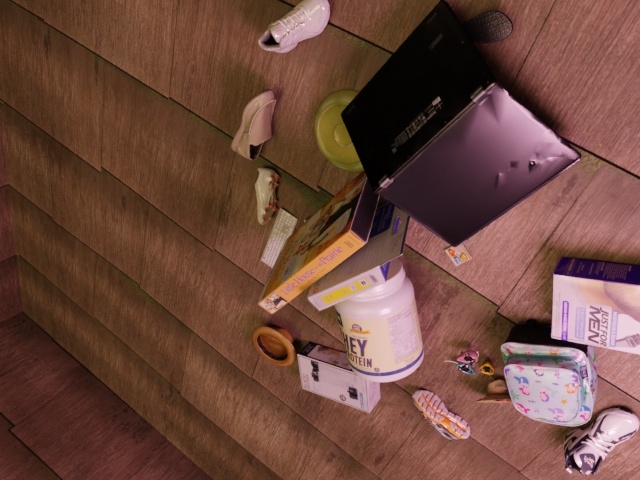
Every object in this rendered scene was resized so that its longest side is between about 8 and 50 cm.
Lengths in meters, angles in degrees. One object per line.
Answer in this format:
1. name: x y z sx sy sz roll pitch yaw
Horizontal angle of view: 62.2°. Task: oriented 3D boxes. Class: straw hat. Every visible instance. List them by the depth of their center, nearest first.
1. straw hat: 0.521 0.440 1.553 0.145 0.145 0.061 -18 64 41

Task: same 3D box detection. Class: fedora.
1. fedora: -0.165 0.387 2.020 0.194 0.079 0.194 15 125 22

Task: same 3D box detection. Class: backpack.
1. backpack: 0.600 0.364 1.387 0.225 0.191 0.253 -2 119 36

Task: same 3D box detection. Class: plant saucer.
1. plant saucer: 0.074 -0.298 1.487 0.241 0.037 0.240 18 124 28

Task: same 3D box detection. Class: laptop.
1. laptop: 0.306 -0.256 1.269 0.382 0.236 0.407 -42 57 38

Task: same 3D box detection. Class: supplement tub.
1. supplement tub: 0.170 0.226 1.572 0.236 0.235 0.324 3 119 35

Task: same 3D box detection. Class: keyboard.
1. keyboard: -0.144 0.001 1.830 0.072 0.014 0.256 37 131 14

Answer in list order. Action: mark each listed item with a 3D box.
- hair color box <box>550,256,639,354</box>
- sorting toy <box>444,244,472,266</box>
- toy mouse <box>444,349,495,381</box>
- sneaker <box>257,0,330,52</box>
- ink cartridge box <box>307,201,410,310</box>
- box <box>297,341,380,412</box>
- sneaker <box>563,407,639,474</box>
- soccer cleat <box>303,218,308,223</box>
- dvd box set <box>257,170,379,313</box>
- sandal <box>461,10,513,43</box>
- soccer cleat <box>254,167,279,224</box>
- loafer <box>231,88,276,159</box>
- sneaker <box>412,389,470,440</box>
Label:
1. hair color box: 0.722 0.158 1.226 0.339 0.110 0.185 6 117 32
2. sorting toy: 0.372 0.029 1.470 0.062 0.012 0.083 -33 93 43
3. toy mouse: 0.441 0.359 1.573 0.143 0.031 0.161 3 141 27
4. sneaker: -0.074 -0.558 1.393 0.232 0.115 0.090 -25 99 42
5. ink cartridge box: 0.129 0.022 1.436 0.307 0.303 0.072 -24 116 32
6. box: 0.064 0.487 1.904 0.290 0.087 0.169 12 121 31
7. sneaker: 0.733 0.548 1.405 0.094 0.153 0.235 46 133 3
8. soccer cleat: -0.018 -0.043 1.706 0.083 0.029 0.035 47 124 0
9. dvd box set: 0.000 0.000 1.509 0.062 0.307 0.420 38 131 -15
10. sandal: 0.351 -0.470 1.192 0.179 0.040 0.067 6 114 50
11. soccer cleat: -0.183 -0.147 1.745 0.076 0.068 0.196 27 121 28
12. loafer: -0.187 -0.346 1.615 0.092 0.102 0.268 44 142 6
13. sneaker: 0.379 0.578 1.731 0.215 0.084 0.083 42 137 8
